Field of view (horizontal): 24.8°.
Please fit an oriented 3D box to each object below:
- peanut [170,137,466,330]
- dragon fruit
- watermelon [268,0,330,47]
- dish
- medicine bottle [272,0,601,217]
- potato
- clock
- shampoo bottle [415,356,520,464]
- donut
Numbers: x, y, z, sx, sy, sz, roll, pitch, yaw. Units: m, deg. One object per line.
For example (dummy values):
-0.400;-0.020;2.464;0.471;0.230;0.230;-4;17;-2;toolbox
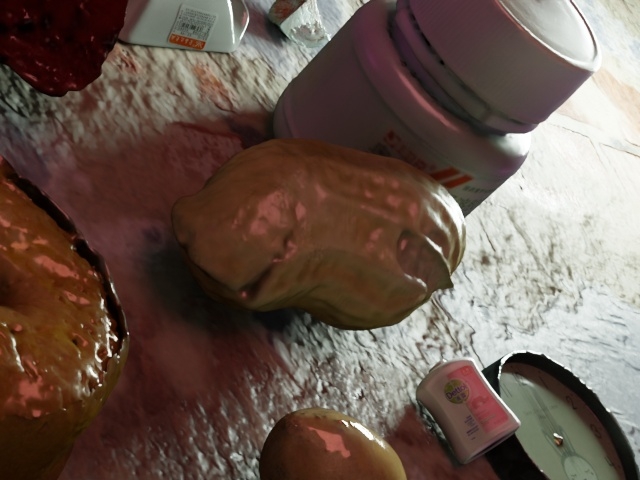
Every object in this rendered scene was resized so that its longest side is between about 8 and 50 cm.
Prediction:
0.000;-0.006;1.364;0.340;0.158;0.174;14;80;-36;peanut
-0.340;-0.276;1.334;0.329;0.228;0.286;8;11;-20;dragon fruit
-0.018;-0.268;1.740;0.085;0.061;0.085;23;35;-18;watermelon
-0.159;-0.284;1.584;0.234;0.064;0.154;-3;55;-54;dish
0.122;-0.157;1.542;0.241;0.302;0.241;31;34;-24;medicine bottle
0.011;0.194;1.189;0.147;0.112;0.112;29;34;-39;potato
0.248;0.209;1.519;0.215;0.042;0.215;31;33;-23;clock
0.140;0.160;1.425;0.072;0.043;0.099;-28;72;-19;shampoo bottle
-0.284;0.037;0.964;0.317;0.150;0.299;18;37;-39;donut
